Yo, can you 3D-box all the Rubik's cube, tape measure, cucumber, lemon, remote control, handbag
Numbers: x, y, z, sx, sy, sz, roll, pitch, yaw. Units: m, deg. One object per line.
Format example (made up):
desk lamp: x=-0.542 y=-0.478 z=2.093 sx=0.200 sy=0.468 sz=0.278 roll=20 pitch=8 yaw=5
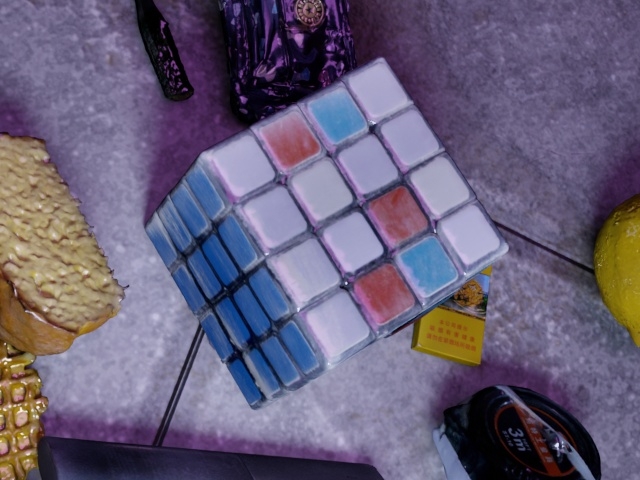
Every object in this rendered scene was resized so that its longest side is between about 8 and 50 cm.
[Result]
Rubik's cube: x=-0.001 y=0.001 z=1.457 sx=0.253 sy=0.256 sz=0.259 roll=-31 pitch=85 yaw=-26
tape measure: x=0.224 y=0.253 z=1.526 sx=0.181 sy=0.107 sz=0.182 roll=9 pitch=37 yaw=-28
cucumber: x=-0.189 y=-0.241 z=1.586 sx=0.043 sy=0.039 sz=0.163 roll=-14 pitch=79 yaw=-48
lemon: x=0.424 y=0.033 z=1.675 sx=0.173 sy=0.173 sz=0.206 roll=12 pitch=84 yaw=-19
remote control: x=-0.100 y=0.253 z=1.405 sx=0.377 sy=0.107 sz=0.044 roll=10 pitch=113 yaw=-26
handbag: x=-0.044 y=-0.258 z=1.611 sx=0.162 sy=0.113 sz=0.260 roll=-4 pitch=81 yaw=-17

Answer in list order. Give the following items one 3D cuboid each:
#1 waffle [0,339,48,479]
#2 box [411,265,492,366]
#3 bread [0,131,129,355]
waffle: x=-0.361 y=0.179 z=1.369 sx=0.191 sy=0.038 sz=0.191 roll=8 pitch=69 yaw=-21
box: x=0.161 y=0.068 z=1.635 sx=0.086 sy=0.023 sz=0.155 roll=15 pitch=67 yaw=-14
bread: x=-0.309 y=0.019 z=1.392 sx=0.129 sy=0.134 sz=0.260 roll=-10 pitch=62 yaw=-40
